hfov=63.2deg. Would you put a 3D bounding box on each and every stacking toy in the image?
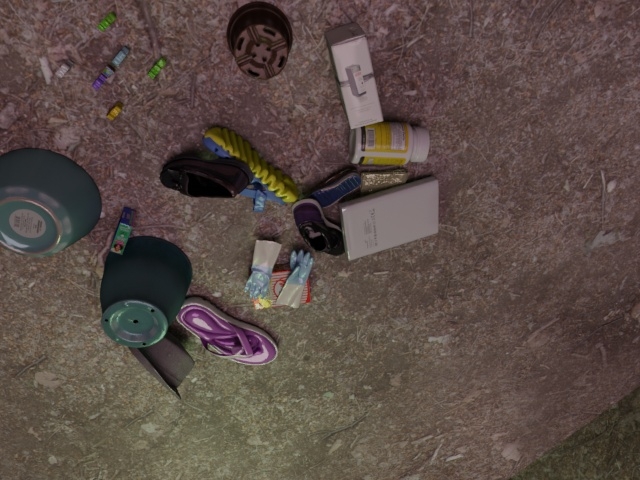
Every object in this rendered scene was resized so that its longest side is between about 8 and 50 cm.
[{"bbox_3d":[-0.520,-0.429,1.294,0.221,0.052,0.167,-39,121,15],"label":"stacking toy"}]

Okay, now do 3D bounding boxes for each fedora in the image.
[{"bbox_3d":[-0.520,0.394,1.761,0.124,0.243,0.275,-43,113,-14],"label":"fedora"}]

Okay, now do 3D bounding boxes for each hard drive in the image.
[{"bbox_3d":[0.215,-0.066,1.598,0.307,0.040,0.203,-17,128,-10],"label":"hard drive"}]

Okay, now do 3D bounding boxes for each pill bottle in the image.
[{"bbox_3d":[0.189,-0.271,1.451,0.208,0.119,0.119,1,123,-8],"label":"pill bottle"}]

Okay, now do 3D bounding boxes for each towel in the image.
[{"bbox_3d":[0.192,-0.163,1.578,0.148,0.027,0.110,-5,125,-5],"label":"towel"}]

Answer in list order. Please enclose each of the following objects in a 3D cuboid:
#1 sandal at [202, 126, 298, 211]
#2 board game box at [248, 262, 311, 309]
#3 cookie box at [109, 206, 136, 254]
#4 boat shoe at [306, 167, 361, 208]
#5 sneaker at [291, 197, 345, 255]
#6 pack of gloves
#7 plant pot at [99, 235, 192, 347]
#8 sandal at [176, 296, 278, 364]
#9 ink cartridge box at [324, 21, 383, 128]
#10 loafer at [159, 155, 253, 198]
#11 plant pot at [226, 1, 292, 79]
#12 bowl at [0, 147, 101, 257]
[{"bbox_3d":[-0.211,-0.183,1.457,0.138,0.126,0.317,-37,119,21],"label":"sandal"},{"bbox_3d":[-0.134,0.150,1.728,0.193,0.045,0.147,-8,124,-3],"label":"board game box"},{"bbox_3d":[-0.577,-0.029,1.521,0.040,0.092,0.107,18,119,-22],"label":"cookie box"},{"bbox_3d":[0.037,-0.154,1.537,0.183,0.066,0.066,-24,127,16],"label":"boat shoe"},{"bbox_3d":[0.000,0.000,1.566,0.107,0.124,0.283,-23,143,17],"label":"sneaker"},{"bbox_3d":[-0.133,0.119,1.653,0.194,0.046,0.232,10,119,-14],"label":"pack of gloves"},{"bbox_3d":[-0.534,0.167,1.559,0.271,0.255,0.272,-4,123,-5],"label":"plant pot"},{"bbox_3d":[-0.327,0.346,1.796,0.416,0.102,0.169,35,113,-26],"label":"sandal"},{"bbox_3d":[0.084,-0.417,1.315,0.092,0.159,0.218,-14,124,2],"label":"ink cartridge box"},{"bbox_3d":[-0.325,-0.161,1.389,0.302,0.095,0.109,3,139,28],"label":"loafer"},{"bbox_3d":[-0.144,-0.470,1.246,0.166,0.165,0.167,-3,123,-5],"label":"plant pot"},{"bbox_3d":[-0.781,-0.076,1.420,0.311,0.163,0.312,-3,124,-5],"label":"bowl"}]
